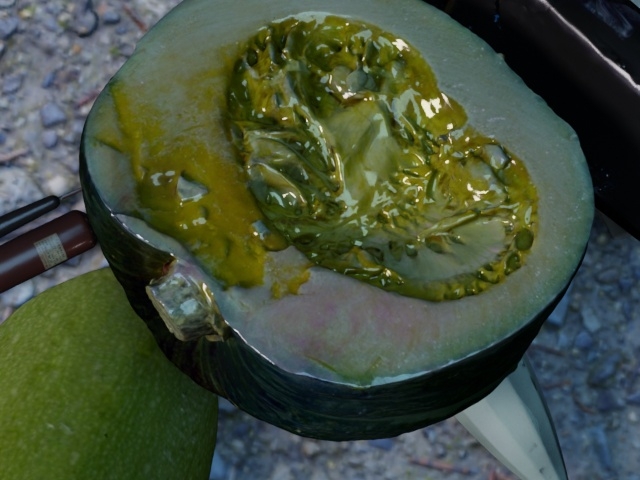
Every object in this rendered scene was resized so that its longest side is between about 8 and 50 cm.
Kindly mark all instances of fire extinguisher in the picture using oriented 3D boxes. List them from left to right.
[{"bbox_3d":[-0.204,0.007,1.137,0.173,0.035,0.049,-27,51,-12],"label":"fire extinguisher"}]

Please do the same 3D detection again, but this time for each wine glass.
[{"bbox_3d":[0.132,0.127,1.170,0.073,0.073,0.155,-34,95,-12],"label":"wine glass"}]

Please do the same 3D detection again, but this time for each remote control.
[{"bbox_3d":[0.114,-0.141,1.093,0.399,0.144,0.062,42,49,19],"label":"remote control"}]

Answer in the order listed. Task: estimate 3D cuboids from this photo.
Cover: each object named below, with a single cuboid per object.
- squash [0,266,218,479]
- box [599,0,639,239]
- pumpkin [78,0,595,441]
[{"bbox_3d":[-0.177,0.169,1.128,0.189,0.189,0.260,27,44,-7],"label":"squash"},{"bbox_3d":[0.233,-0.203,1.187,0.225,0.143,0.341,-28,89,-13],"label":"box"},{"bbox_3d":[0.000,0.000,1.076,0.263,0.197,0.293,-36,69,-21],"label":"pumpkin"}]
